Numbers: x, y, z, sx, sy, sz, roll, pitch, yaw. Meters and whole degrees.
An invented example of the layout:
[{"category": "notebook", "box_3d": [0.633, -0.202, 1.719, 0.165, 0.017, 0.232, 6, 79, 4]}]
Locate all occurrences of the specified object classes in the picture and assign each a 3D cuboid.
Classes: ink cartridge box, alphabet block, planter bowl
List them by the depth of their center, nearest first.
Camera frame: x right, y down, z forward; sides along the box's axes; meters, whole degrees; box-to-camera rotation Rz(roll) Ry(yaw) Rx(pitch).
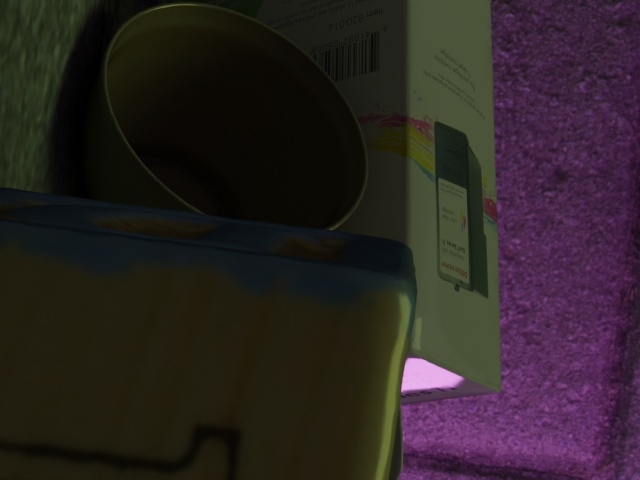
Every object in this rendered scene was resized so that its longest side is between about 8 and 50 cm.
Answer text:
[{"category": "alphabet block", "box_3d": [-0.070, 0.089, 0.528, 0.192, 0.194, 0.197, -30, 128, -84]}, {"category": "planter bowl", "box_3d": [-0.069, -0.039, 0.794, 0.109, 0.162, 0.162, -49, -158, 43]}, {"category": "ink cartridge box", "box_3d": [0.000, 0.000, 0.894, 0.119, 0.207, 0.353, 28, 57, -50]}]
